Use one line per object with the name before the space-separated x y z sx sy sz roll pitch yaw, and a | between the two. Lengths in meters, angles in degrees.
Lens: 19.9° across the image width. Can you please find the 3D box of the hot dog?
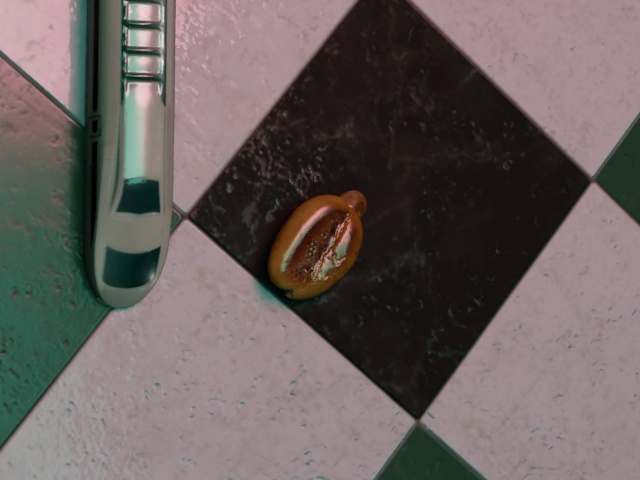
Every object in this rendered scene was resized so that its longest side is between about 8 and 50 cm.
hot dog | -0.002 -0.001 1.950 0.090 0.060 0.140 36 83 -23

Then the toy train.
toy train | -0.189 -0.133 1.853 0.086 0.088 0.407 1 90 -23
